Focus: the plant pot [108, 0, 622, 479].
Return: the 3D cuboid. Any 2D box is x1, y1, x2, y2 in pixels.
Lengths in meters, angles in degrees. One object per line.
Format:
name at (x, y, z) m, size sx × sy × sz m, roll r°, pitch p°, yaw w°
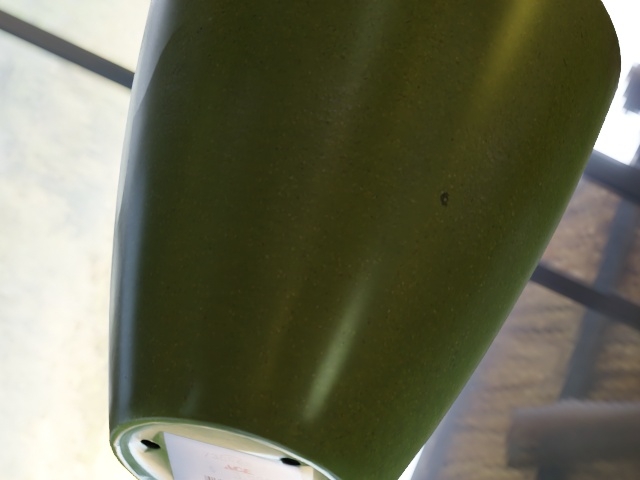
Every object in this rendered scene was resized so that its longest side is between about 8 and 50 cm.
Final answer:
plant pot at (0.000, 0.000, 0.913) m, size 0.275 × 0.274 × 0.294 m, roll -46°, pitch -157°, yaw 59°
